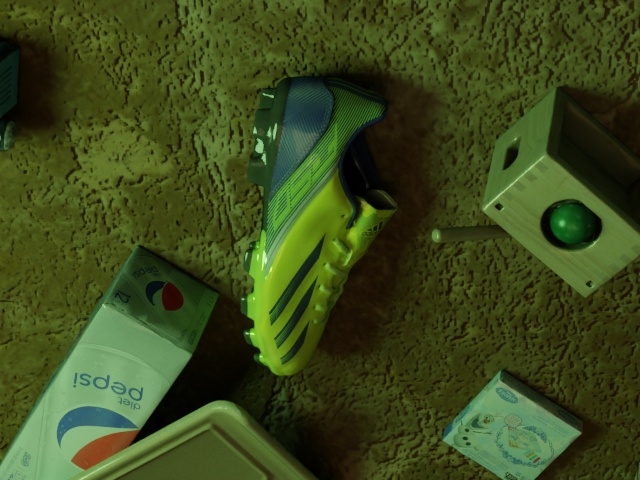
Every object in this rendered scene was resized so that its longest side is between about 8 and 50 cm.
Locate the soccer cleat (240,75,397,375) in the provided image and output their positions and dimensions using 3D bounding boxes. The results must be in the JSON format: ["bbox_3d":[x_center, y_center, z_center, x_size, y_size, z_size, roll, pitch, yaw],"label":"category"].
[{"bbox_3d":[0.000,0.000,1.236,0.121,0.093,0.289,5,124,2],"label":"soccer cleat"}]

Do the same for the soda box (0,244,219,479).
[{"bbox_3d":[-0.203,0.145,1.374,0.091,0.098,0.286,31,123,-8],"label":"soda box"}]

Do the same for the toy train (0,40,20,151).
[{"bbox_3d":[-0.337,-0.126,1.247,0.184,0.080,0.105,14,115,7],"label":"toy train"}]

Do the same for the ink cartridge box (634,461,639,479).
[{"bbox_3d":[0.390,0.317,1.280,0.273,0.197,0.114,13,124,5],"label":"ink cartridge box"}]

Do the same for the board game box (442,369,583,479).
[{"bbox_3d":[0.171,0.170,1.346,0.090,0.020,0.090,33,124,-8],"label":"board game box"}]

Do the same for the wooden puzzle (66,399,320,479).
[{"bbox_3d":[-0.130,0.234,1.383,0.238,0.044,0.221,-25,141,12],"label":"wooden puzzle"}]

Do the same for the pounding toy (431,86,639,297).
[{"bbox_3d":[0.173,-0.028,1.145,0.130,0.141,0.100,39,123,-12],"label":"pounding toy"}]
